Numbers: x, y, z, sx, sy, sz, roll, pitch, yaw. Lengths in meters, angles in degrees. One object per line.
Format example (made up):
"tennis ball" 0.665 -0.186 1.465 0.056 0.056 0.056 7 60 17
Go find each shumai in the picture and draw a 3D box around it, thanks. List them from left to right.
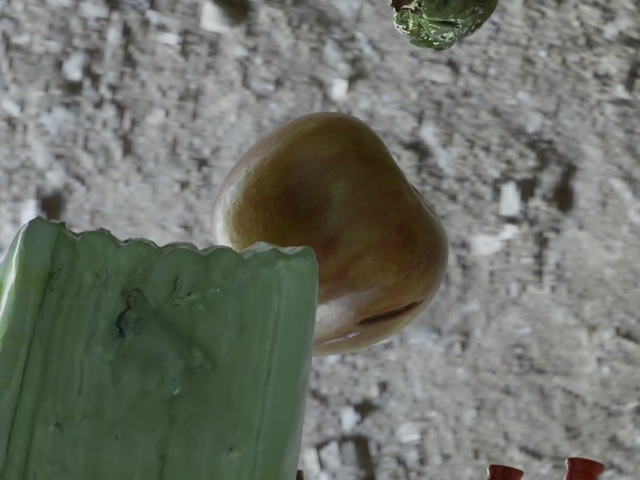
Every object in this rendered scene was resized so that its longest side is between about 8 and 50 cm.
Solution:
"shumai" 0.114 -0.259 1.827 0.123 0.087 0.099 -30 62 22

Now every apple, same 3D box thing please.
"apple" 0.000 0.000 1.943 0.264 0.264 0.264 0 89 29

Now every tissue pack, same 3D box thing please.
"tissue pack" -0.122 0.144 0.921 0.162 0.388 0.287 12 83 -10

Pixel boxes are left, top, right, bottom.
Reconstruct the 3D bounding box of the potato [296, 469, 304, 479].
"potato" -0.099 0.229 1.940 0.117 0.225 0.090 -33 48 10

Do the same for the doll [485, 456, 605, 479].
"doll" 0.219 0.421 1.873 0.188 0.099 0.384 -12 63 53
